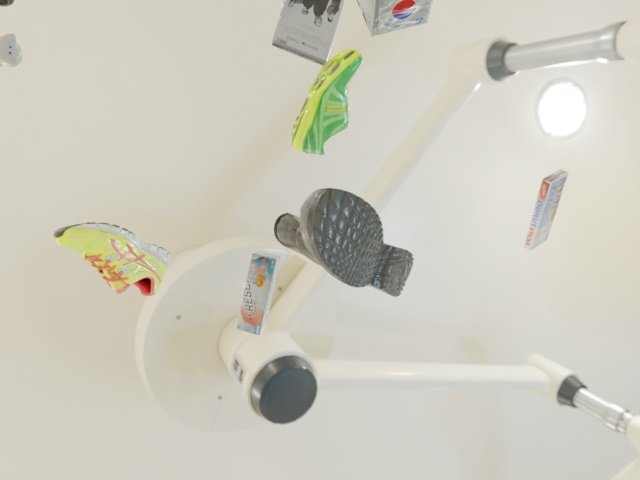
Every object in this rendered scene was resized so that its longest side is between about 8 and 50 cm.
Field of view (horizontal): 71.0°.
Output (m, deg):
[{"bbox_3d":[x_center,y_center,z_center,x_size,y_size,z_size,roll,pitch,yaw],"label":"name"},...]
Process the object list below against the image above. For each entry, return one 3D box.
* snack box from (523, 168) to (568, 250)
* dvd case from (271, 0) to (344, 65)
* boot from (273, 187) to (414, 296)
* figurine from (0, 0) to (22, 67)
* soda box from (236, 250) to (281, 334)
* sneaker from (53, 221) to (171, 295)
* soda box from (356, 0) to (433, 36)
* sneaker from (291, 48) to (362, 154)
[{"bbox_3d":[0.483,-0.062,0.966,0.064,0.022,0.178,-25,-47,-24],"label":"snack box"},{"bbox_3d":[-0.035,-0.691,1.404,0.179,0.029,0.239,17,-93,-14],"label":"dvd case"},{"bbox_3d":[0.000,0.000,0.747,0.118,0.222,0.338,-63,-34,-10],"label":"boot"},{"bbox_3d":[-0.770,-0.488,1.035,0.092,0.209,0.215,-19,-73,-63],"label":"figurine"},{"bbox_3d":[-0.142,0.120,1.036,0.058,0.063,0.183,13,-82,6],"label":"soda box"},{"bbox_3d":[-0.333,0.036,0.734,0.208,0.081,0.094,33,-126,-52],"label":"sneaker"},{"bbox_3d":[0.084,-0.466,0.698,0.098,0.091,0.286,-15,-109,-3],"label":"soda box"},{"bbox_3d":[0.028,-0.353,1.164,0.123,0.109,0.295,18,-58,-24],"label":"sneaker"}]
